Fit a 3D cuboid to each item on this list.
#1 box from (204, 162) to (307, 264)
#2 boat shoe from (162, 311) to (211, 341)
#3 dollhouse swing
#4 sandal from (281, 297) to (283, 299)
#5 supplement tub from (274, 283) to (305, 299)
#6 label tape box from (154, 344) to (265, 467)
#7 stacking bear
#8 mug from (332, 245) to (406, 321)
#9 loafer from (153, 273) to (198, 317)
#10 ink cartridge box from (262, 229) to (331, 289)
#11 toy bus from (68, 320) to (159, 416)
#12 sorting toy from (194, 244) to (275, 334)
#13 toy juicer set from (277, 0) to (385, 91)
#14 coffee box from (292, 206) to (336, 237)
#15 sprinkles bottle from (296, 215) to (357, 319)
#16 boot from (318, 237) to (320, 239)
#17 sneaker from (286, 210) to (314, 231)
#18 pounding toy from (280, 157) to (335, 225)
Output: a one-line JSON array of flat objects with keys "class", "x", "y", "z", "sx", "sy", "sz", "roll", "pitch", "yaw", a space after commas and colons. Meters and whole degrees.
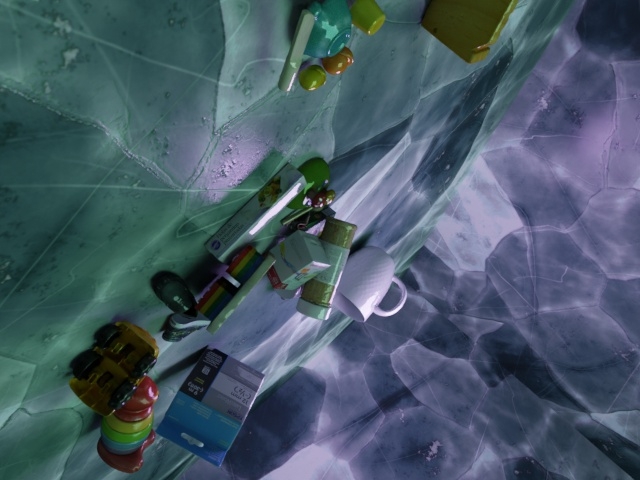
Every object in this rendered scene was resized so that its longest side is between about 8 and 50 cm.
[{"class": "box", "x": -0.172, "y": -0.073, "z": 1.240, "sx": 0.324, "sy": 0.063, "sz": 0.067, "roll": -46, "pitch": 160, "yaw": -6}, {"class": "boat shoe", "x": -0.404, "y": 0.261, "z": 1.405, "sx": 0.083, "sy": 0.065, "sz": 0.183, "roll": -53, "pitch": 154, "yaw": 19}, {"class": "dollhouse swing", "x": 0.491, "y": -0.677, "z": 1.180, "sx": 0.305, "sy": 0.315, "sz": 0.346, "roll": -9, "pitch": 141, "yaw": -31}, {"class": "sandal", "x": -0.124, "y": 0.184, "z": 1.873, "sx": 0.090, "sy": 0.060, "sz": 0.219, "roll": -48, "pitch": 176, "yaw": 17}, {"class": "supplement tub", "x": -0.075, "y": 0.132, "z": 1.728, "sx": 0.200, "sy": 0.144, "sz": 0.144, "roll": -25, "pitch": 151, "yaw": -49}, {"class": "label tape box", "x": -0.374, "y": 0.568, "z": 1.599, "sx": 0.115, "sy": 0.249, "sz": 0.347, "roll": -60, "pitch": -178, "yaw": 30}, {"class": "stacking bear", "x": -0.588, "y": 0.542, "z": 1.415, "sx": 0.175, "sy": 0.165, "sz": 0.288, "roll": -85, "pitch": -164, "yaw": -68}, {"class": "mug", "x": 0.249, "y": 0.222, "z": 2.262, "sx": 0.328, "sy": 0.374, "sz": 0.276, "roll": -48, "pitch": 157, "yaw": -19}, {"class": "loafer", "x": -0.377, "y": 0.154, "z": 1.217, "sx": 0.076, "sy": 0.078, "sz": 0.223, "roll": -43, "pitch": 160, "yaw": -16}, {"class": "ink cartridge box", "x": -0.082, "y": 0.068, "z": 1.522, "sx": 0.176, "sy": 0.127, "sz": 0.128, "roll": -36, "pitch": 156, "yaw": 21}, {"class": "toy bus", "x": -0.501, "y": 0.315, "z": 1.197, "sx": 0.220, "sy": 0.150, "sz": 0.211, "roll": -52, "pitch": 174, "yaw": 4}, {"class": "sorting toy", "x": -0.245, "y": 0.118, "z": 1.302, "sx": 0.255, "sy": 0.089, "sz": 0.257, "roll": -50, "pitch": -174, "yaw": -4}, {"class": "toy juicer set", "x": -0.011, "y": -0.402, "z": 0.929, "sx": 0.329, "sy": 0.089, "sz": 0.209, "roll": -38, "pitch": 174, "yaw": -49}, {"class": "coffee box", "x": -0.027, "y": -0.049, "z": 1.636, "sx": 0.184, "sy": 0.040, "sz": 0.113, "roll": -28, "pitch": 152, "yaw": -46}, {"class": "sprinkles bottle", "x": 0.022, "y": 0.097, "z": 1.603, "sx": 0.121, "sy": 0.121, "sz": 0.354, "roll": 11, "pitch": 98, "yaw": -68}, {"class": "boot", "x": 0.000, "y": 0.000, "z": 1.782, "sx": 0.085, "sy": 0.059, "sz": 0.158, "roll": -16, "pitch": -179, "yaw": 9}, {"class": "sneaker", "x": -0.058, "y": -0.066, "z": 1.514, "sx": 0.119, "sy": 0.057, "sz": 0.047, "roll": -37, "pitch": 156, "yaw": -30}, {"class": "pounding toy", "x": -0.018, "y": -0.129, "z": 1.393, "sx": 0.183, "sy": 0.110, "sz": 0.236, "roll": -36, "pitch": 158, "yaw": -30}]
